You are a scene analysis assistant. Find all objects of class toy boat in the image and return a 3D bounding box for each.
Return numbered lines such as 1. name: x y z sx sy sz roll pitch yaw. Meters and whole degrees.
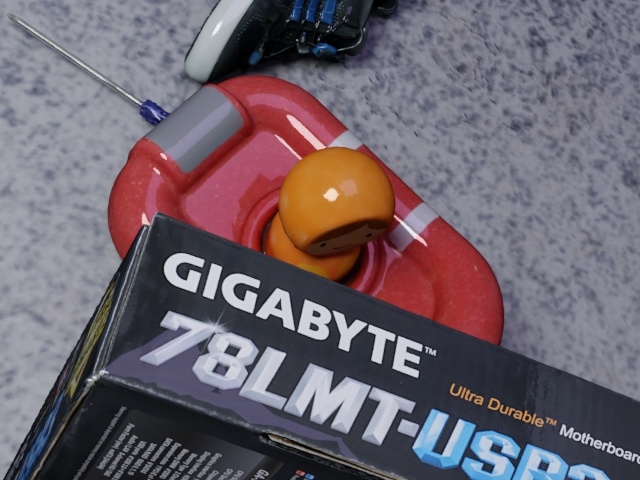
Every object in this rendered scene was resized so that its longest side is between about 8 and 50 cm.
1. toy boat: 0.000 0.000 0.689 0.231 0.151 0.151 43 67 5

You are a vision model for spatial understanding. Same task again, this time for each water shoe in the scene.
1. water shoe: -0.005 -0.152 0.848 0.080 0.073 0.203 43 52 2

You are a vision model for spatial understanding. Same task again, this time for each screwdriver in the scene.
1. screwdriver: -0.120 -0.092 0.788 0.170 0.024 0.025 36 21 2

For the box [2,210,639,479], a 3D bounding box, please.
1. box: 0.018 0.135 0.534 0.293 0.295 0.073 21 55 -12
